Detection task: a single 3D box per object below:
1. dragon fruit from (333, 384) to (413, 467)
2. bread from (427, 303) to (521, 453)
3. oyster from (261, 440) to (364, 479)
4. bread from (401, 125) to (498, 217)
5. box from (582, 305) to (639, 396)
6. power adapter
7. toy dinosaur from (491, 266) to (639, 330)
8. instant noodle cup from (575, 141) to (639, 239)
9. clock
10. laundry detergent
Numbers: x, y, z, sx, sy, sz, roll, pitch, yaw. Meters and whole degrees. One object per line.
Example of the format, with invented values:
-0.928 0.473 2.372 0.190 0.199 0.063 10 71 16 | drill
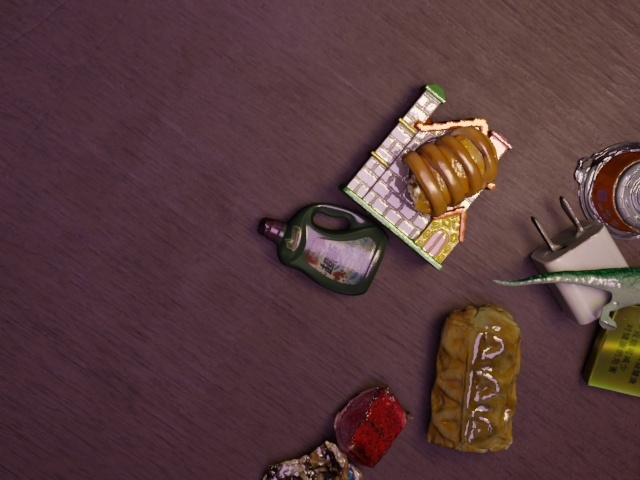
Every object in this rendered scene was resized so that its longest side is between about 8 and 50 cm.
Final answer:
0.080 0.337 1.888 0.102 0.096 0.147 49 61 -17 | dragon fruit
0.276 0.244 1.863 0.152 0.130 0.268 6 96 5 | bread
-0.009 0.487 1.898 0.214 0.083 0.223 -31 105 6 | oyster
0.214 -0.118 1.744 0.177 0.084 0.119 -30 95 -8 | bread
0.648 0.214 1.899 0.311 0.043 0.173 13 108 -7 | box
0.447 0.024 1.846 0.130 0.125 0.205 -31 98 1 | power adapter
0.487 0.106 1.748 0.382 0.076 0.129 -1 64 -13 | toy dinosaur
0.561 -0.084 1.841 0.208 0.125 0.178 12 95 -5 | instant noodle cup
0.195 -0.117 1.828 0.220 0.106 0.255 39 93 -6 | clock
0.000 0.000 1.847 0.221 0.078 0.144 25 93 -3 | laundry detergent
